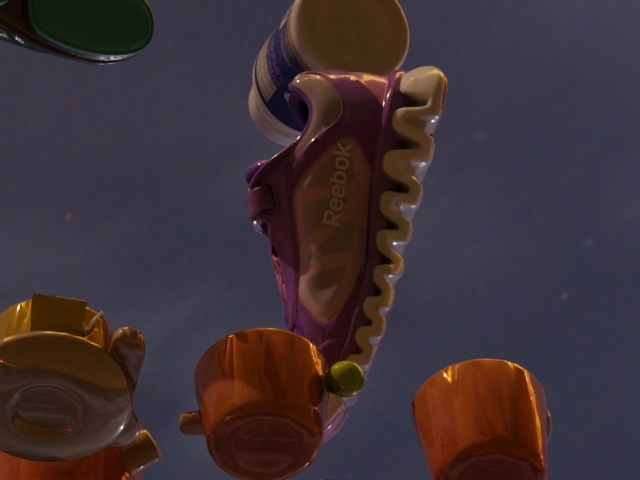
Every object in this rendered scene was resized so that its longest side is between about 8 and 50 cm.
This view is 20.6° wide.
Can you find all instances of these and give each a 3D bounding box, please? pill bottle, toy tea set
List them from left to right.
[{"bbox_3d":[-0.042,0.104,0.971,0.336,0.200,0.124,10,-143,-12],"label":"toy tea set"},{"bbox_3d":[-0.001,-0.159,1.634,0.112,0.187,0.112,6,-111,-17],"label":"pill bottle"}]

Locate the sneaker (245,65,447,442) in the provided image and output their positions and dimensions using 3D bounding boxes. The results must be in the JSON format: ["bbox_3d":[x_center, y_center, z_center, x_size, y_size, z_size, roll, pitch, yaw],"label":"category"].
[{"bbox_3d":[0.000,0.000,1.033,0.104,0.095,0.236,14,-106,-1],"label":"sneaker"}]

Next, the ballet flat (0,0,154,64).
[{"bbox_3d":[-0.269,-0.212,1.484,0.280,0.096,0.095,14,-98,-46],"label":"ballet flat"}]
